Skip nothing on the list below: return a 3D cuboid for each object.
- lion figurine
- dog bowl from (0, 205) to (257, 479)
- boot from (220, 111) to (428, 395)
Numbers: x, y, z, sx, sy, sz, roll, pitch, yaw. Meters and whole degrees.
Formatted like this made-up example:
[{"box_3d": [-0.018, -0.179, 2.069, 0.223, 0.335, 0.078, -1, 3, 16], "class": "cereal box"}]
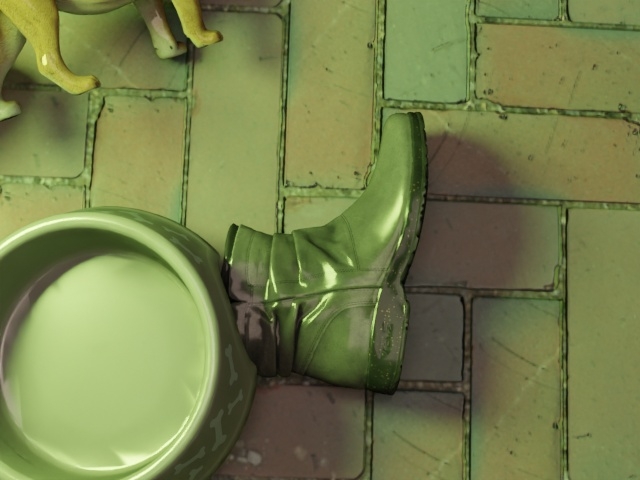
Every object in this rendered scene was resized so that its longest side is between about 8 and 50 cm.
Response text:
[{"box_3d": [-0.259, -0.296, 1.679, 0.392, 0.142, 0.240, -28, 103, -34], "class": "lion figurine"}, {"box_3d": [-0.244, 0.127, 1.612, 0.348, 0.102, 0.349, -1, 82, 10], "class": "dog bowl"}, {"box_3d": [0.000, 0.000, 1.687, 0.222, 0.118, 0.338, 8, 73, 4], "class": "boot"}]
